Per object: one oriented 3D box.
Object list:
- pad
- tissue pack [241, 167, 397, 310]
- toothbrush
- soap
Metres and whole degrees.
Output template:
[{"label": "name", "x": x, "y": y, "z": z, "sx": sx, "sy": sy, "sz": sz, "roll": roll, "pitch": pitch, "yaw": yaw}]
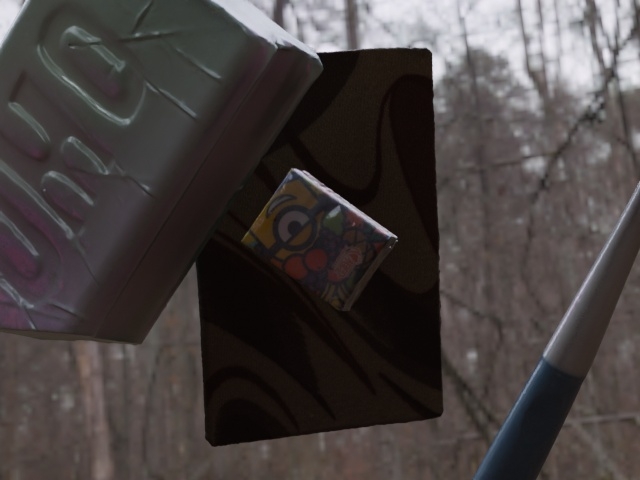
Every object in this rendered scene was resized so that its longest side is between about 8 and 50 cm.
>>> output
[{"label": "pad", "x": 0.000, "y": 0.005, "z": 1.133, "sx": 0.220, "sy": 0.330, "sz": 0.004, "roll": -6, "pitch": 9, "yaw": -17}, {"label": "tissue pack", "x": 0.000, "y": 0.000, "z": 0.882, "sx": 0.083, "sy": 0.063, "sz": 0.035, "roll": 37, "pitch": 6, "yaw": 13}, {"label": "toothbrush", "x": 0.065, "y": 0.055, "z": 0.400, "sx": 0.019, "sy": 0.275, "sz": 0.025, "roll": 22, "pitch": 22, "yaw": -3}, {"label": "soap", "x": -0.180, "y": -0.062, "z": 1.054, "sx": 0.347, "sy": 0.208, "sz": 0.115, "roll": -56, "pitch": -23, "yaw": 16}]
